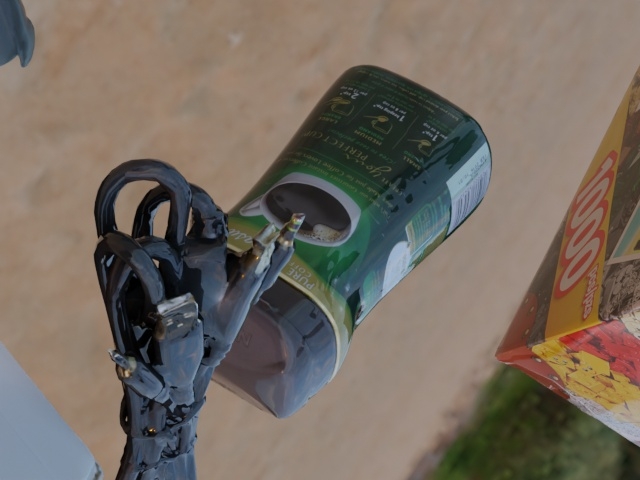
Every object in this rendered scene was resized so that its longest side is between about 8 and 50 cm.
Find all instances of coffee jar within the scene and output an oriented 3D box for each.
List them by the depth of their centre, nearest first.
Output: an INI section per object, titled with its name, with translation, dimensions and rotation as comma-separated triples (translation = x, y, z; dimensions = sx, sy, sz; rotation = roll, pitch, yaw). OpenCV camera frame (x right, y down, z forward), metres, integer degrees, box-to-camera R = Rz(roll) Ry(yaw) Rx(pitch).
[coffee jar]
translation = 0.000, 0.000, 0.938
dimensions = 0.184, 0.096, 0.079
rotation = -47, 158, -34

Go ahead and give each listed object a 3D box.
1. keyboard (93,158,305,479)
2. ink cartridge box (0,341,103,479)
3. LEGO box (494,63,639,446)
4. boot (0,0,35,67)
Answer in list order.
[keyboard]
translation = -0.104, 0.081, 0.422
dimensions = 0.201, 0.033, 0.317
rotation = -22, 147, -30
[ink cartridge box]
translation = -0.299, 0.098, 0.587
dimensions = 0.384, 0.279, 0.160
rotation = -37, -173, 5
[LEGO box]
translation = 0.373, -0.103, 1.349
dimensions = 0.500, 0.193, 0.372
rotation = -61, -169, -20
[boot]
translation = -0.217, -0.114, 0.770
dimensions = 0.137, 0.197, 0.077
rotation = 86, 10, -55
